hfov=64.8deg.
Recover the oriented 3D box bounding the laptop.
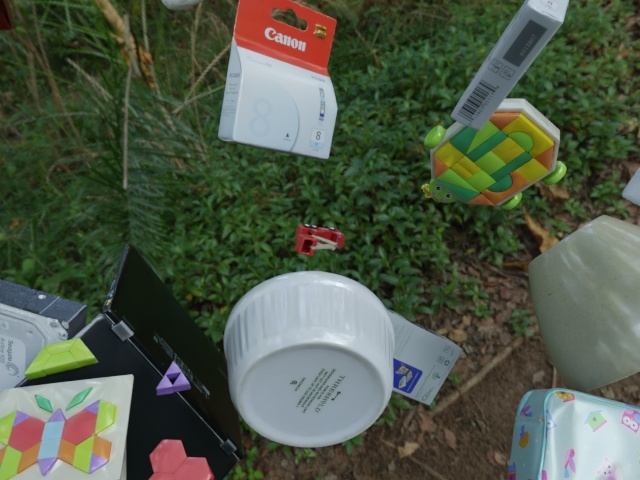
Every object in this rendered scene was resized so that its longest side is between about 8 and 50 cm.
[{"bbox_3d":[-0.334,0.281,0.873,0.237,0.381,0.408,-30,26,0],"label":"laptop"}]

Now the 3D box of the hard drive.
[{"bbox_3d":[-0.557,0.162,0.807,0.339,0.236,0.064,17,25,-2],"label":"hard drive"}]

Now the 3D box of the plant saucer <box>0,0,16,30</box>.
[{"bbox_3d":[-0.486,-0.272,0.540,0.259,0.047,0.258,-14,14,-25],"label":"plant saucer"}]

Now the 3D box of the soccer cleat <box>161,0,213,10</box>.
[{"bbox_3d":[-0.113,-0.335,0.562,0.196,0.076,0.068,-28,70,18],"label":"soccer cleat"}]

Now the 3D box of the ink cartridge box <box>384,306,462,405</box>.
[{"bbox_3d":[0.162,0.253,1.174,0.165,0.333,0.065,-59,25,3],"label":"ink cartridge box"}]

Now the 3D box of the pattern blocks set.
[{"bbox_3d":[-0.314,0.238,0.601,0.325,0.026,0.285,-17,48,-16],"label":"pattern blocks set"}]

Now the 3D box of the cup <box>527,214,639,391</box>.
[{"bbox_3d":[0.534,0.094,0.947,0.331,0.331,0.236,-30,72,-10],"label":"cup"}]

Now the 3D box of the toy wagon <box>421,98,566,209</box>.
[{"bbox_3d":[0.364,-0.170,1.154,0.344,0.267,0.068,-40,20,46],"label":"toy wagon"}]

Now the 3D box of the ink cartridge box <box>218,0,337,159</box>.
[{"bbox_3d":[-0.083,-0.420,1.300,0.309,0.384,0.091,3,12,-40],"label":"ink cartridge box"}]

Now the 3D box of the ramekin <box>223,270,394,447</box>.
[{"bbox_3d":[-0.015,0.189,0.756,0.273,0.272,0.127,-20,29,9],"label":"ramekin"}]

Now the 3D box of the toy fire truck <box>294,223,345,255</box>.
[{"bbox_3d":[0.000,0.000,1.384,0.192,0.047,0.135,6,17,-34],"label":"toy fire truck"}]

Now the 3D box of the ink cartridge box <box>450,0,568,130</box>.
[{"bbox_3d":[0.289,-0.294,0.747,0.066,0.189,0.232,28,50,0],"label":"ink cartridge box"}]

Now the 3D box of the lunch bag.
[{"bbox_3d":[0.415,0.385,0.783,0.224,0.108,0.278,14,72,-4],"label":"lunch bag"}]

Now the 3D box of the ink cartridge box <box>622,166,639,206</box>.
[{"bbox_3d":[0.548,-0.057,0.558,0.197,0.198,0.270,14,25,-23],"label":"ink cartridge box"}]
